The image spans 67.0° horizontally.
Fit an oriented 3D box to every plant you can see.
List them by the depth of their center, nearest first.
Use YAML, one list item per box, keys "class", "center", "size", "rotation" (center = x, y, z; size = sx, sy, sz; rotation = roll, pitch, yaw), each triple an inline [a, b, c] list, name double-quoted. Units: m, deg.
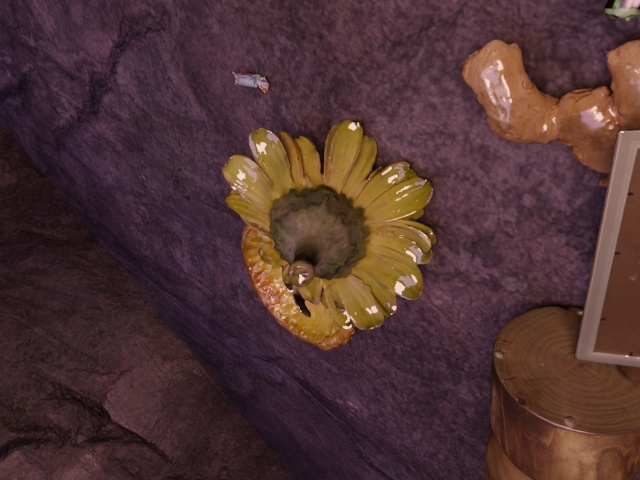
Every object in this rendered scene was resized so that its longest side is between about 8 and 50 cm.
- class: "plant"
  center: [-0.002, 0.016, 0.657]
  size: [0.306, 0.297, 0.261]
  rotation: [12, 136, 2]

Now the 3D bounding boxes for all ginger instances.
- class: "ginger"
  center: [0.252, -0.112, 0.428]
  size: [0.258, 0.065, 0.149]
  rotation: [42, 140, 7]

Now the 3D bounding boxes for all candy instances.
- class: "candy"
  center: [-0.112, -0.255, 0.774]
  size: [0.083, 0.020, 0.030]
  rotation: [21, 136, 39]

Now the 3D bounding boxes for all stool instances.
- class: "stool"
  center: [0.304, 0.235, 0.606]
  size: [0.179, 0.179, 0.264]
  rotation: [22, 138, 37]

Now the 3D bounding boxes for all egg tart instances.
- class: "egg tart"
  center: [-0.024, 0.060, 0.893]
  size: [0.294, 0.123, 0.294]
  rotation: [30, 138, 31]

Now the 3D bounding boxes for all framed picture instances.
- class: "framed picture"
  center: [0.353, 0.024, 0.416]
  size: [0.216, 0.016, 0.273]
  rotation: [4, 129, 20]

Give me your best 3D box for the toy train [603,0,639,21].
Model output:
- class: "toy train"
  center: [0.190, -0.234, 0.232]
  size: [0.085, 0.053, 0.250]
  rotation: [17, 123, 39]
